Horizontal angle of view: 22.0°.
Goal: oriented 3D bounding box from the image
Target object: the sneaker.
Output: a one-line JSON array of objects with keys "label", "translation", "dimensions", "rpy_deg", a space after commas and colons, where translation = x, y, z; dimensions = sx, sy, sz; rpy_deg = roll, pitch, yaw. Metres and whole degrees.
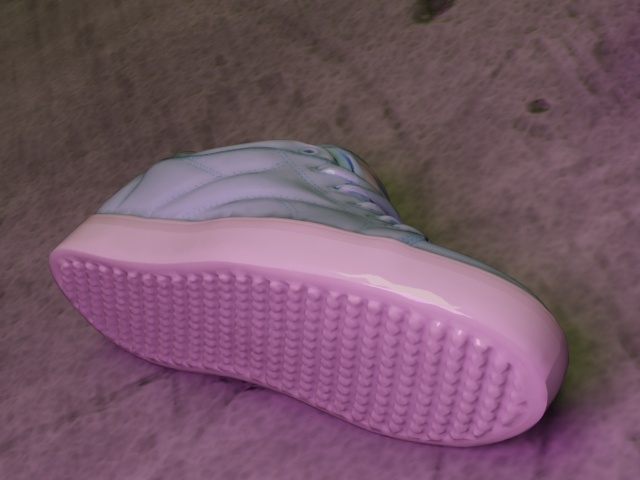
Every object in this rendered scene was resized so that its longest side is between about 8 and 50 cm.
[{"label": "sneaker", "translation": [0.000, 0.000, 0.898], "dimensions": [0.366, 0.135, 0.150], "rpy_deg": [12, 54, 44]}]
